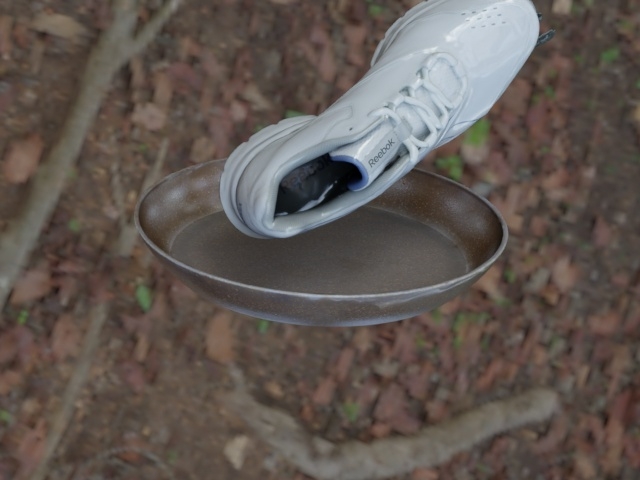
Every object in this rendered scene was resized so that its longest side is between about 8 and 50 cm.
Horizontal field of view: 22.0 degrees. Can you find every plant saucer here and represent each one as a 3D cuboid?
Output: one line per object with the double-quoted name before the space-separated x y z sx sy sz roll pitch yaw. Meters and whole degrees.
"plant saucer" 0.000 0.000 1.380 0.311 0.311 0.050 -21 122 -44

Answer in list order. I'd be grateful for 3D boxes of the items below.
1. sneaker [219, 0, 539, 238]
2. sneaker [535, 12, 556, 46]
"sneaker" 0.058 -0.090 1.300 0.297 0.129 0.111 -40 107 0
"sneaker" 0.173 -0.184 1.742 0.170 0.051 0.089 -39 173 4
